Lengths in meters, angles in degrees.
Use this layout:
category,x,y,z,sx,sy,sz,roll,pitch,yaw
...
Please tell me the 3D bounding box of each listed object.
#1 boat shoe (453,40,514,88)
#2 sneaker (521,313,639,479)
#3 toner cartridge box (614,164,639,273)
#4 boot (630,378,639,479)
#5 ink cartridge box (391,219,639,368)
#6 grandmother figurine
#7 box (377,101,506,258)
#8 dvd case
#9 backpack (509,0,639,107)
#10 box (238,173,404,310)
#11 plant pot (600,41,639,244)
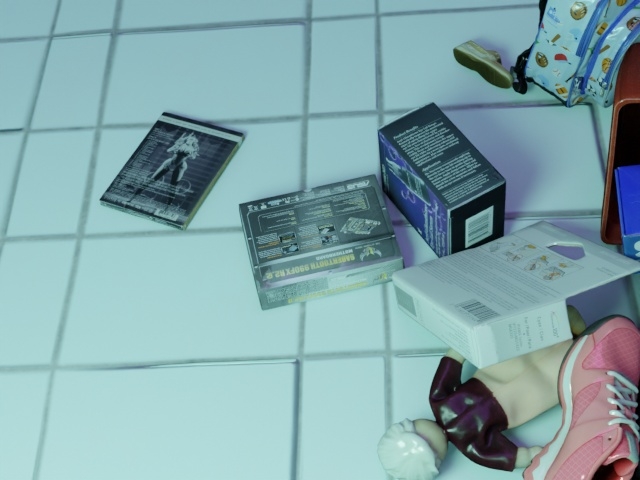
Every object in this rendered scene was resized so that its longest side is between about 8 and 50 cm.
category,x,y,z,sx,sy,sz,roll,pitch,yaw
boat shoe,0.294,-0.315,2.019,0.045,0.050,0.135,-40,58,-17
sneaker,0.369,0.245,1.470,0.136,0.116,0.314,-5,58,60
toner cartridge box,0.590,-0.045,1.579,0.347,0.075,0.165,-5,38,15
boot,0.611,0.156,1.543,0.367,0.146,0.445,0,47,20
ink cartridge box,0.272,0.068,1.610,0.261,0.066,0.296,-18,17,-13
grandmother figurine,0.233,0.227,1.570,0.342,0.104,0.208,-28,58,-12
box,0.187,-0.086,1.786,0.108,0.153,0.207,-27,53,-14
dvd case,-0.250,-0.121,1.948,0.164,0.018,0.221,17,56,20
backpack,0.471,-0.372,1.909,0.213,0.263,0.276,31,60,27
box,0.000,0.000,1.799,0.231,0.056,0.183,-13,52,-4
plant pot,0.564,-0.167,1.756,0.267,0.267,0.236,0,40,7
